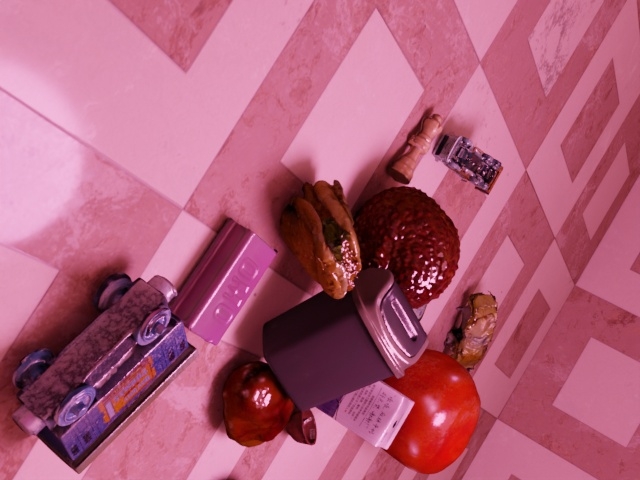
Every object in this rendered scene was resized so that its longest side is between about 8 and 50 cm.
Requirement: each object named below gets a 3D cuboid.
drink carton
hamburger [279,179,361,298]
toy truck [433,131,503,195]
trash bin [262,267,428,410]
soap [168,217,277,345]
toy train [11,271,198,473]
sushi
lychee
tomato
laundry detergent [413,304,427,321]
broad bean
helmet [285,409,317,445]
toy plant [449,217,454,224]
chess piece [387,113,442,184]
[{"bbox_3d":[0.090,0.375,2.060,0.134,0.222,0.102,-58,152,-5],"label":"drink carton"},{"bbox_3d":[0.000,0.000,1.617,0.130,0.206,0.183,-15,139,-5],"label":"hamburger"},{"bbox_3d":[0.337,-0.189,2.078,0.178,0.115,0.080,30,90,-39],"label":"toy truck"},{"bbox_3d":[0.046,0.191,1.719,0.291,0.182,0.209,-27,116,9],"label":"trash bin"},{"bbox_3d":[-0.169,0.073,1.524,0.203,0.066,0.122,-58,152,-7],"label":"soap"},{"bbox_3d":[-0.325,0.189,1.321,0.300,0.131,0.202,-45,155,-26],"label":"toy train"},{"bbox_3d":[0.447,0.285,2.689,0.139,0.131,0.290,-5,130,-31],"label":"sushi"},{"bbox_3d":[0.171,0.019,1.841,0.261,0.261,0.260,-39,145,-35],"label":"lychee"},{"bbox_3d":[0.288,0.474,2.433,0.290,0.293,0.325,0,121,-43],"label":"tomato"},{"bbox_3d":[0.239,0.123,2.247,0.137,0.063,0.210,-10,124,-48],"label":"laundry detergent"},{"bbox_3d":[-0.128,0.338,1.777,0.156,0.122,0.228,-44,145,-35],"label":"broad bean"},{"bbox_3d":[-0.052,0.437,2.062,0.111,0.057,0.089,60,27,-52],"label":"helmet"},{"bbox_3d":[0.260,-0.027,2.115,0.162,0.093,0.092,4,112,-56],"label":"toy plant"},{"bbox_3d":[0.212,-0.205,1.913,0.172,0.060,0.060,-57,152,-13],"label":"chess piece"}]
